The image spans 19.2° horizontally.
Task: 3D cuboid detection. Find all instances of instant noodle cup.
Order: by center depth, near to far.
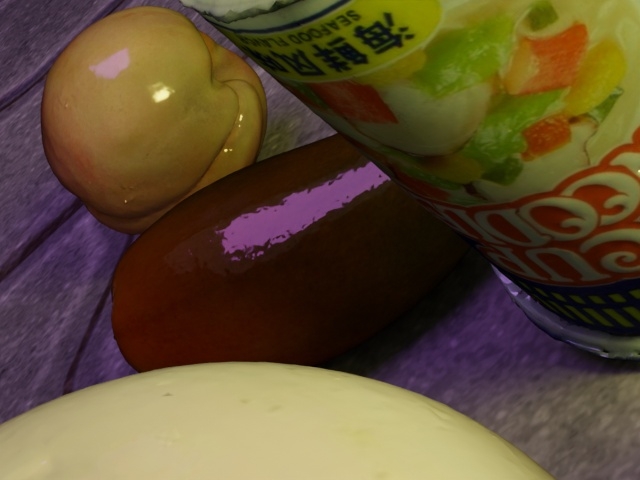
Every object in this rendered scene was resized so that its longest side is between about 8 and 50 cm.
[{"bbox_3d":[0.092,-0.125,0.881,0.284,0.312,0.284,-23,54,35],"label":"instant noodle cup"}]

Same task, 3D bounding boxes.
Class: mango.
[{"bbox_3d":[-0.002,0.003,1.164,0.289,0.129,0.146,-28,18,27],"label":"mango"}]

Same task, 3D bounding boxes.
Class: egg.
[{"bbox_3d":[-0.026,0.185,0.706,0.345,0.283,0.283,-11,38,35],"label":"egg"}]

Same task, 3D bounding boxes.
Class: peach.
[{"bbox_3d":[-0.136,-0.094,1.505,0.184,0.184,0.184,-37,24,19],"label":"peach"}]
